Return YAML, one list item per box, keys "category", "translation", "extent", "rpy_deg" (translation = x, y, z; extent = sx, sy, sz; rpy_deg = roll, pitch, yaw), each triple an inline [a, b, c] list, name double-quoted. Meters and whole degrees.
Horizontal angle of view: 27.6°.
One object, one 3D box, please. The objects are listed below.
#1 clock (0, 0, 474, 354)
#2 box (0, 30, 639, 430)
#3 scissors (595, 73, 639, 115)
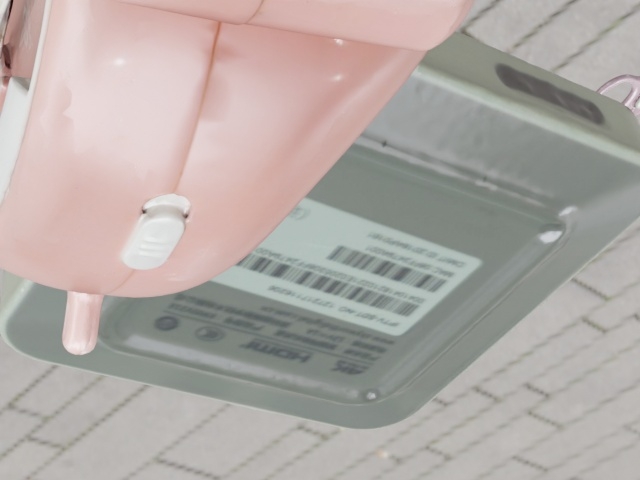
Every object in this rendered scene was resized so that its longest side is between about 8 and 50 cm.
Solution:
- category: "clock"
  translation: [-0.054, -0.088, 0.471]
  extent: [0.142, 0.227, 0.241]
  rpy_deg: [9, 140, -27]
- category: "box"
  translation: [0.000, 0.000, 0.930]
  extent: [0.367, 0.090, 0.373]
  rpy_deg: [17, 133, -28]
- category: "scissors"
  translation: [0.311, -0.153, 1.129]
  extent: [0.085, 0.022, 0.176]
  rpy_deg: [29, 117, -37]
